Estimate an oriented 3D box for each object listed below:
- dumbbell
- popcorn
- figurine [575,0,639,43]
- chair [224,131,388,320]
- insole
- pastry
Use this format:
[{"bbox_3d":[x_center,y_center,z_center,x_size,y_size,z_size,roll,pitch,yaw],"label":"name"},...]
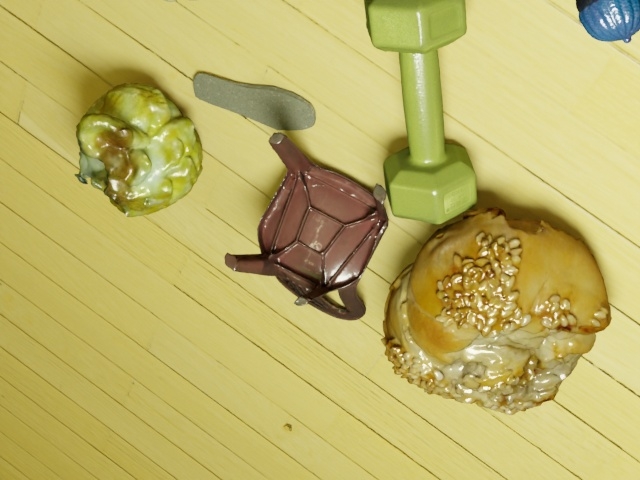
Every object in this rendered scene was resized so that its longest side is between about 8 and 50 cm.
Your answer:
[{"bbox_3d":[0.119,-0.165,1.212,0.108,0.121,0.302,35,143,47],"label":"dumbbell"},{"bbox_3d":[-0.267,-0.126,1.447,0.197,0.212,0.198,1,95,15],"label":"popcorn"},{"bbox_3d":[0.274,-0.269,1.053,0.149,0.087,0.086,39,173,3],"label":"figurine"},{"bbox_3d":[0.000,0.000,1.418,0.175,0.183,0.326,29,179,11],"label":"chair"},{"bbox_3d":[-0.091,-0.188,1.404,0.192,0.010,0.063,19,131,22],"label":"insole"},{"bbox_3d":[0.211,0.108,1.299,0.255,0.162,0.311,21,135,-6],"label":"pastry"}]
